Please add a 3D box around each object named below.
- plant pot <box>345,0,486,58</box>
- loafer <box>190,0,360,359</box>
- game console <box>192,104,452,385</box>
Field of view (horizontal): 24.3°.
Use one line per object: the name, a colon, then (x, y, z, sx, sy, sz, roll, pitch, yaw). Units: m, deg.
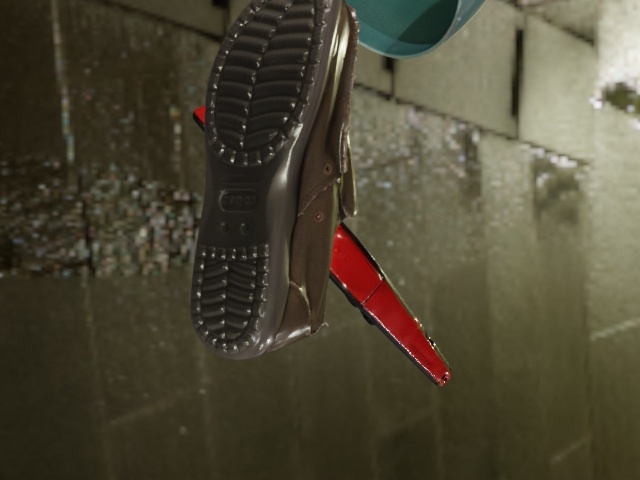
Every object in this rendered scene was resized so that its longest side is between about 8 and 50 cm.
plant pot: (0.123, -0.386, 1.756, 0.195, 0.290, 0.290, -33, 120, -32)
loafer: (-0.032, -0.068, 1.401, 0.130, 0.134, 0.366, 13, 90, -52)
game console: (0.000, 0.000, 1.905, 0.060, 0.386, 0.342, -39, 143, -2)
